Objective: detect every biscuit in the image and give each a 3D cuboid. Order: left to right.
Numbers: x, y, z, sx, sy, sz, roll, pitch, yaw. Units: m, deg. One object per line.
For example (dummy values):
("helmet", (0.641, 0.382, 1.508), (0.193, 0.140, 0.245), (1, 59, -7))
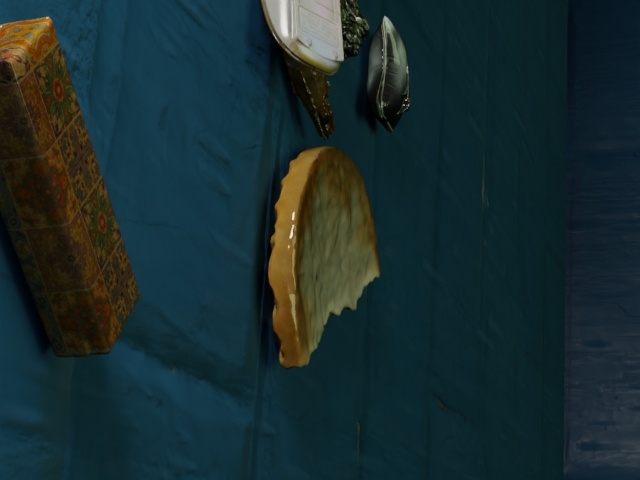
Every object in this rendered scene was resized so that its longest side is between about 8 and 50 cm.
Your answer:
("biscuit", (0.000, 0.000, 1.341), (0.309, 0.040, 0.205), (-43, 129, -65))

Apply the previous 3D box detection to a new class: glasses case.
("glasses case", (-0.181, -0.031, 0.820), (0.075, 0.049, 0.218), (-73, 154, -57))

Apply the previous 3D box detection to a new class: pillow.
("pillow", (0.086, -0.213, 1.590), (0.091, 0.055, 0.136), (15, 70, -49))

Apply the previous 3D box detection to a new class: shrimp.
("shrimp", (-0.014, -0.190, 1.342), (0.095, 0.045, 0.162), (-99, 173, -66))

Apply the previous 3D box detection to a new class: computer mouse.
("computer mouse", (-0.019, -0.261, 1.266), (0.102, 0.045, 0.199), (16, 63, -46))

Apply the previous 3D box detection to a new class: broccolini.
("broccolini", (0.018, -0.304, 1.384), (0.091, 0.068, 0.203), (-28, 115, -61))
